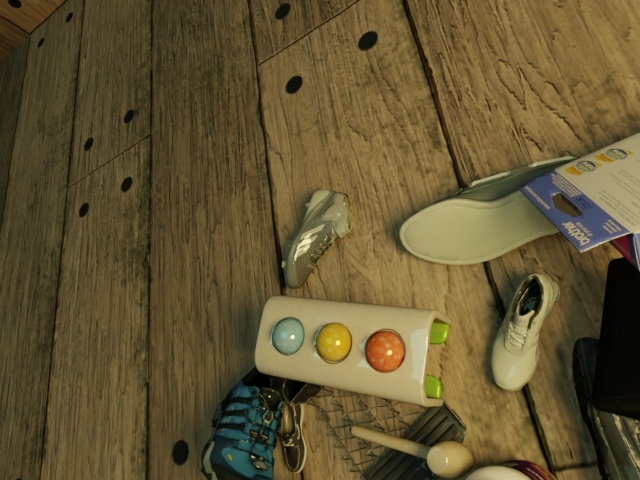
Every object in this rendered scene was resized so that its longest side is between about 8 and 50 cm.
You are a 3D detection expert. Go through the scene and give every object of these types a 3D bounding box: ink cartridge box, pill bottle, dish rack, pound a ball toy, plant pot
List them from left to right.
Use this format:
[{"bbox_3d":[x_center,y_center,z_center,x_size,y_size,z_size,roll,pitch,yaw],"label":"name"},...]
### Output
[{"bbox_3d":[0.054,0.193,0.711,0.319,0.135,0.208,2,74,33],"label":"pound a ball toy"},{"bbox_3d":[0.083,0.267,0.791,0.208,0.074,0.271,-49,53,10],"label":"dish rack"},{"bbox_3d":[0.227,0.325,0.594,0.108,0.193,0.108,-12,67,30],"label":"pill bottle"},{"bbox_3d":[0.408,-0.071,0.556,0.311,0.065,0.186,-22,27,10],"label":"ink cartridge box"},{"bbox_3d":[0.422,0.108,0.514,0.188,0.167,0.187,13,77,10],"label":"plant pot"}]

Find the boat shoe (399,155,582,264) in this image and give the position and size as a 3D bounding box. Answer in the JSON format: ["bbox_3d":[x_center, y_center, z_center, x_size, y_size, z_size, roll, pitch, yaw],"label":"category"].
[{"bbox_3d":[0.278,-0.048,0.782,0.319,0.116,0.099,-19,19,35],"label":"boat shoe"}]

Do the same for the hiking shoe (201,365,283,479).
[{"bbox_3d":[-0.118,0.304,0.811,0.132,0.113,0.304,-59,17,3],"label":"hiking shoe"}]

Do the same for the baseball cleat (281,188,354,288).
[{"bbox_3d":[0.000,0.000,0.950,0.109,0.072,0.206,13,84,30],"label":"baseball cleat"}]

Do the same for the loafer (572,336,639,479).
[{"bbox_3d":[0.372,0.228,0.613,0.078,0.076,0.223,-12,63,13],"label":"loafer"}]

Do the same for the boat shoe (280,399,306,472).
[{"bbox_3d":[-0.051,0.342,0.876,0.046,0.038,0.125,-11,67,31],"label":"boat shoe"}]

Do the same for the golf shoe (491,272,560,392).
[{"bbox_3d":[0.279,0.125,0.703,0.069,0.086,0.176,15,83,35],"label":"golf shoe"}]
